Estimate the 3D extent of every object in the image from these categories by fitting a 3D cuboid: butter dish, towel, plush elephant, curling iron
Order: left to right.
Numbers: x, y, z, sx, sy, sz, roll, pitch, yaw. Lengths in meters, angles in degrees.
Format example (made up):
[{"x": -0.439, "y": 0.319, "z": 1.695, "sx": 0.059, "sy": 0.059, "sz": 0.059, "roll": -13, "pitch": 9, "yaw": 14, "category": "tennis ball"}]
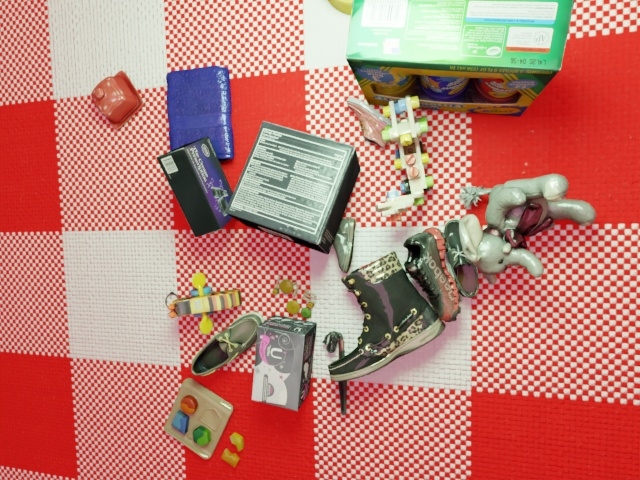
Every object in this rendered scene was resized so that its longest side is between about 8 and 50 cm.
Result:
[{"x": -0.729, "y": -0.497, "z": 1.444, "sx": 0.160, "sy": 0.118, "sz": 0.160, "roll": -35, "pitch": 85, "yaw": 14, "category": "butter dish"}, {"x": -0.397, "y": -0.411, "z": 1.389, "sx": 0.227, "sy": 0.076, "sz": 0.308, "roll": -2, "pitch": 94, "yaw": 10, "category": "towel"}, {"x": 0.058, "y": 0.425, "z": 1.342, "sx": 0.068, "sy": 0.035, "sz": 0.274, "roll": -9, "pitch": 91, "yaw": 20, "category": "curling iron"}, {"x": 0.492, "y": -0.013, "z": 1.083, "sx": 0.330, "sy": 0.271, "sz": 0.256, "roll": 9, "pitch": 82, "yaw": 42, "category": "plush elephant"}]

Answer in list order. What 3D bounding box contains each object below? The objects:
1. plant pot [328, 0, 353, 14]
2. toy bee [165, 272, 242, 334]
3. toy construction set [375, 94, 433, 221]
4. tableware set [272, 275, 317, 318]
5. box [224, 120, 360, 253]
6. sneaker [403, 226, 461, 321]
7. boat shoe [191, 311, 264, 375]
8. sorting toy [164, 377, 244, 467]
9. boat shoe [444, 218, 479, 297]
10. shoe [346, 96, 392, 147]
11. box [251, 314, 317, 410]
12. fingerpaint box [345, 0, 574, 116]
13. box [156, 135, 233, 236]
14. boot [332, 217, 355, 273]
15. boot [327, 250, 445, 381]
[{"x": 0.092, "y": -0.799, "z": 1.140, "sx": 0.253, "sy": 0.239, "sz": 0.254, "roll": 1, "pitch": 94, "yaw": 16, "category": "plant pot"}, {"x": -0.422, "y": 0.226, "z": 1.393, "sx": 0.298, "sy": 0.162, "sz": 0.195, "roll": -30, "pitch": 88, "yaw": 15, "category": "toy bee"}, {"x": 0.241, "y": -0.215, "z": 1.153, "sx": 0.151, "sy": 0.215, "sz": 0.328, "roll": 5, "pitch": 95, "yaw": 15, "category": "toy construction set"}, {"x": -0.089, "y": 0.190, "z": 1.373, "sx": 0.154, "sy": 0.024, "sz": 0.104, "roll": 25, "pitch": 103, "yaw": 11, "category": "tableware set"}, {"x": -0.070, "y": -0.151, "z": 1.227, "sx": 0.296, "sy": 0.183, "sz": 0.294, "roll": 20, "pitch": 84, "yaw": 14, "category": "box"}, {"x": 0.309, "y": 0.102, "z": 1.183, "sx": 0.135, "sy": 0.097, "sz": 0.276, "roll": -9, "pitch": 80, "yaw": -23, "category": "sneaker"}, {"x": -0.315, "y": 0.357, "z": 1.407, "sx": 0.305, "sy": 0.091, "sz": 0.109, "roll": -41, "pitch": 83, "yaw": 14, "category": "boat shoe"}, {"x": -0.402, "y": 0.663, "z": 1.479, "sx": 0.307, "sy": 0.041, "sz": 0.229, "roll": 28, "pitch": 101, "yaw": 12, "category": "sorting toy"}, {"x": 0.410, "y": 0.050, "z": 1.199, "sx": 0.084, "sy": 0.079, "sz": 0.233, "roll": -11, "pitch": 89, "yaw": 15, "category": "boat shoe"}, {"x": 0.139, "y": -0.353, "z": 1.248, "sx": 0.178, "sy": 0.063, "sz": 0.081, "roll": 34, "pitch": 96, "yaw": 6, "category": "shoe"}, {"x": -0.117, "y": 0.385, "z": 1.330, "sx": 0.163, "sy": 0.142, "sz": 0.247, "roll": 7, "pitch": 96, "yaw": 14, "category": "box"}, {"x": 0.317, "y": -0.444, "z": 1.036, "sx": 0.444, "sy": 0.371, "sz": 0.163, "roll": 9, "pitch": 95, "yaw": 13, "category": "fingerpaint box"}, {"x": -0.370, "y": -0.171, "z": 1.298, "sx": 0.103, "sy": 0.184, "sz": 0.261, "roll": -16, "pitch": 111, "yaw": 13, "category": "box"}, {"x": 0.000, "y": 0.001, "z": 1.307, "sx": 0.208, "sy": 0.076, "sz": 0.190, "roll": 5, "pitch": 81, "yaw": 8, "category": "boot"}, {"x": 0.144, "y": 0.230, "z": 1.251, "sx": 0.377, "sy": 0.138, "sz": 0.284, "roll": -29, "pitch": 87, "yaw": 11, "category": "boot"}]
